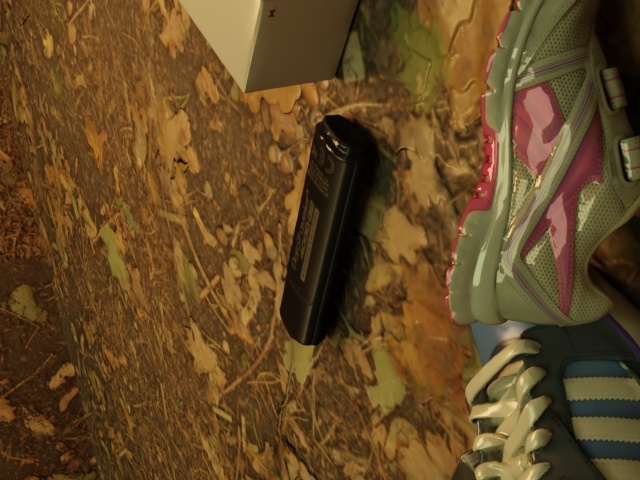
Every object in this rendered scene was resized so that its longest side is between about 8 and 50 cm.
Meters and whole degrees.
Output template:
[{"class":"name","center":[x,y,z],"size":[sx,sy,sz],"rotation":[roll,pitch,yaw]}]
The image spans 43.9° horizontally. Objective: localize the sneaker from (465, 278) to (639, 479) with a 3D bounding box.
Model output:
[{"class":"sneaker","center":[0.128,0.156,0.495],"size":[0.322,0.236,0.130],"rotation":[59,147,24]}]

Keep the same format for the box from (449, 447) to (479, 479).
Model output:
[{"class":"box","center":[0.198,0.340,0.626],"size":[0.307,0.077,0.242],"rotation":[49,141,37]}]

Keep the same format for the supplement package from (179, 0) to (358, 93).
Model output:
[{"class":"supplement package","center":[-0.060,-0.242,0.758],"size":[0.179,0.105,0.105],"rotation":[57,145,30]}]

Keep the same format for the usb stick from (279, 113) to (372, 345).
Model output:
[{"class":"usb stick","center":[0.000,0.000,0.833],"size":[0.077,0.045,0.278],"rotation":[57,147,40]}]

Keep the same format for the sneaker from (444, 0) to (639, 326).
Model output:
[{"class":"sneaker","center":[0.156,-0.058,0.498],"size":[0.111,0.103,0.252],"rotation":[12,104,16]}]
